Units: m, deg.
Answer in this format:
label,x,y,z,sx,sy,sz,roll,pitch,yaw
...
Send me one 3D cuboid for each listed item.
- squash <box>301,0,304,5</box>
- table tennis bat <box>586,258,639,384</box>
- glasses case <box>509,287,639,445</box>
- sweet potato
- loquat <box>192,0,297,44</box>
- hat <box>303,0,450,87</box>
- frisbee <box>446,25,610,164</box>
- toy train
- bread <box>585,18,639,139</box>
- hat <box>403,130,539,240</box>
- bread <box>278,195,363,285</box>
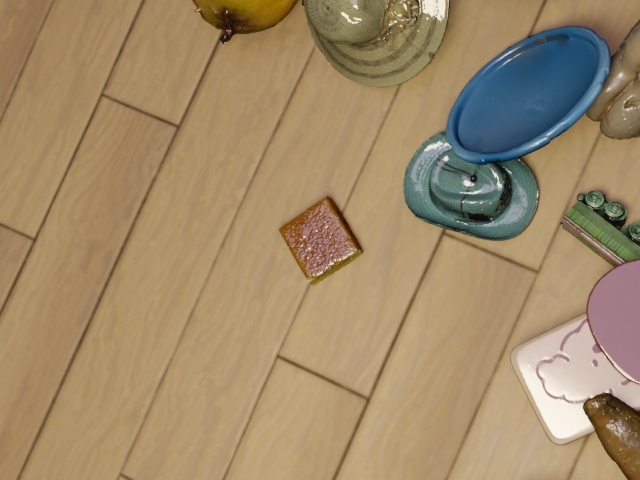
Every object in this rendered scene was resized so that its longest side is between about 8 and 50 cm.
label,x,y,z,sx,sy,sz,roll,pitch,yaw
squash,0.053,-0.403,1.566,0.184,0.085,0.191,11,109,40
table tennis bat,0.430,0.135,1.331,0.138,0.022,0.246,-35,72,7
glasses case,0.419,0.133,1.382,0.336,0.076,0.144,-28,76,8
sweet potato,0.409,0.304,1.317,0.112,0.085,0.285,-33,103,-25
loquat,-0.101,-0.382,1.556,0.172,0.149,0.204,-2,52,53
hat,0.043,-0.324,1.472,0.252,0.110,0.252,14,115,34
frisbee,0.275,-0.185,1.430,0.242,0.045,0.242,-31,32,23
toy train,0.389,-0.006,1.430,0.148,0.038,0.071,41,84,18
bread,0.477,-0.270,1.385,0.337,0.183,0.102,-44,77,6
hat,0.200,-0.077,1.470,0.191,0.078,0.138,21,84,16
bread,0.000,0.000,1.529,0.090,0.035,0.094,-32,75,6
